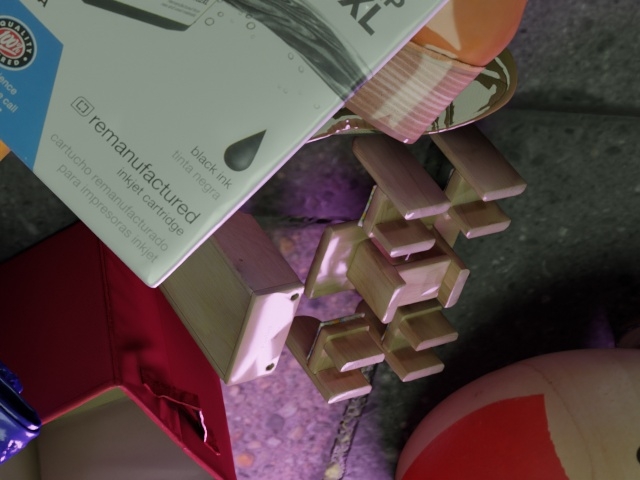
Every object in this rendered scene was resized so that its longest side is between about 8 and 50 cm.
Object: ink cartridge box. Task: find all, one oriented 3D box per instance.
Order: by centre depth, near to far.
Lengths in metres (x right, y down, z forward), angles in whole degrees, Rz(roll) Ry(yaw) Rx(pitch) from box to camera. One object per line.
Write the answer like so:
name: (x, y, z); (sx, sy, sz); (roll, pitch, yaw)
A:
ink cartridge box: (-0.071, -0.158, 1.218); (0.307, 0.129, 0.223); (-44, 95, 3)

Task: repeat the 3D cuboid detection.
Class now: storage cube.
storage cube: (-0.195, 0.132, 1.540); (0.215, 0.193, 0.183); (-28, 132, 13)

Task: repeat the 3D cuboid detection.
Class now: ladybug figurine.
ladybug figurine: (0.220, 0.251, 1.692); (0.305, 0.162, 0.449); (30, 143, -11)

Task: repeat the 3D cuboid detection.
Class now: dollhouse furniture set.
dollhouse furniture set: (0.000, 0.000, 1.531); (0.242, 0.161, 0.212); (-12, 139, -33)

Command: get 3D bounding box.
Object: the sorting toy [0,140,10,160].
sorting toy: (-0.342, 0.048, 1.446); (0.347, 0.047, 0.196); (-51, 156, 18)

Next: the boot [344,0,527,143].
boot: (0.021, -0.221, 1.319); (0.283, 0.109, 0.220); (33, 107, -9)

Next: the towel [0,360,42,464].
towel: (-0.383, 0.144, 1.384); (0.308, 0.076, 0.227); (-39, 114, 13)

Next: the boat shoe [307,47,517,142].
boat shoe: (0.033, -0.116, 1.442); (0.223, 0.073, 0.080); (-11, 105, 3)

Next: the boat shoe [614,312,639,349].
boat shoe: (0.365, 0.188, 1.772); (0.122, 0.120, 0.324); (-30, 132, 15)
